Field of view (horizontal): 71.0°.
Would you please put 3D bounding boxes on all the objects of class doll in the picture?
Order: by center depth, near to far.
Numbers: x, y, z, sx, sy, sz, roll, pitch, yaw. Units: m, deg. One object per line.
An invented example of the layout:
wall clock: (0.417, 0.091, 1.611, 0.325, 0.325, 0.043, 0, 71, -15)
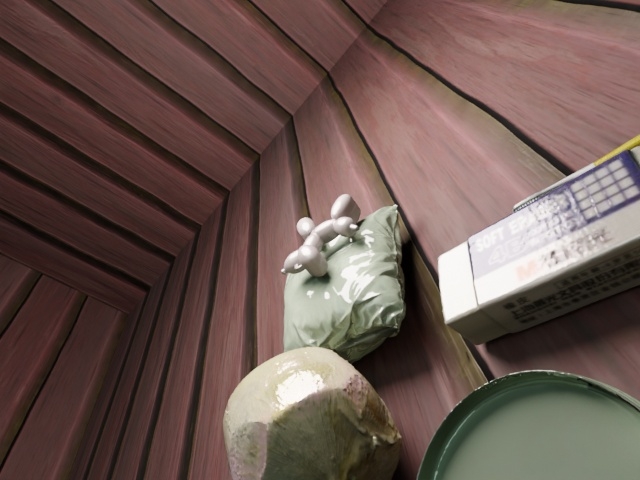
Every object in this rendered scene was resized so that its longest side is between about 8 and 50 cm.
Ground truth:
doll: (0.000, 0.000, 0.796, 0.160, 0.059, 0.160, -29, 26, 20)

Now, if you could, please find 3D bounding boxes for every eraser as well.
eraser: (0.280, 0.018, 0.546, 0.279, 0.081, 0.124, -36, 32, 36)

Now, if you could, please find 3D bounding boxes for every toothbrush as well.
toothbrush: (0.384, -0.108, 0.587, 0.288, 0.021, 0.024, -37, 42, 35)

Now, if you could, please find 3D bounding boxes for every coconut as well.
coconut: (-0.008, 0.268, 0.594, 0.227, 0.227, 0.230, -55, 25, 1)

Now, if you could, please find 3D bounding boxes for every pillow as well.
pillow: (0.043, 0.092, 0.810, 0.283, 0.138, 0.310, -40, 27, 27)

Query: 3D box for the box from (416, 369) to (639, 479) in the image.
box: (0.202, 0.233, 0.348, 0.226, 0.149, 0.226, -42, 28, 28)
